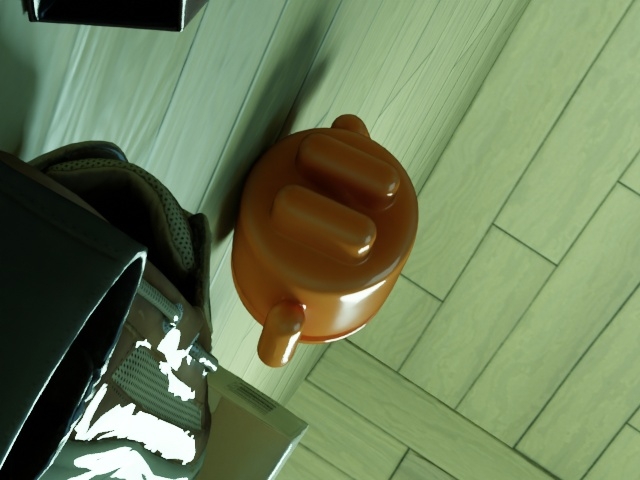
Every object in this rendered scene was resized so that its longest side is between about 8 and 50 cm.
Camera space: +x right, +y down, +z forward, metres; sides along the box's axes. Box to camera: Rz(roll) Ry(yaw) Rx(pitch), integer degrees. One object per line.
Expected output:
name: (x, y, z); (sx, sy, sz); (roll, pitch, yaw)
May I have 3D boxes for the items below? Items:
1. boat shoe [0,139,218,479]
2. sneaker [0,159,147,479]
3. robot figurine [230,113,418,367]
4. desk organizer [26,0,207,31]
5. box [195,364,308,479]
boat shoe: (-0.084, 0.028, 0.659); (0.116, 0.123, 0.324); (-59, 177, 1)
sneaker: (-0.136, 0.061, 0.345); (0.222, 0.118, 0.083); (-57, 175, 2)
robot figurine: (0.001, -0.001, 1.236); (0.128, 0.158, 0.219); (-12, 162, -12)
desk organizer: (-0.059, -0.098, 0.511); (0.050, 0.047, 0.130); (-53, 174, -17)
box: (-0.148, 0.262, 1.489); (0.311, 0.121, 0.148); (-57, 176, 4)
